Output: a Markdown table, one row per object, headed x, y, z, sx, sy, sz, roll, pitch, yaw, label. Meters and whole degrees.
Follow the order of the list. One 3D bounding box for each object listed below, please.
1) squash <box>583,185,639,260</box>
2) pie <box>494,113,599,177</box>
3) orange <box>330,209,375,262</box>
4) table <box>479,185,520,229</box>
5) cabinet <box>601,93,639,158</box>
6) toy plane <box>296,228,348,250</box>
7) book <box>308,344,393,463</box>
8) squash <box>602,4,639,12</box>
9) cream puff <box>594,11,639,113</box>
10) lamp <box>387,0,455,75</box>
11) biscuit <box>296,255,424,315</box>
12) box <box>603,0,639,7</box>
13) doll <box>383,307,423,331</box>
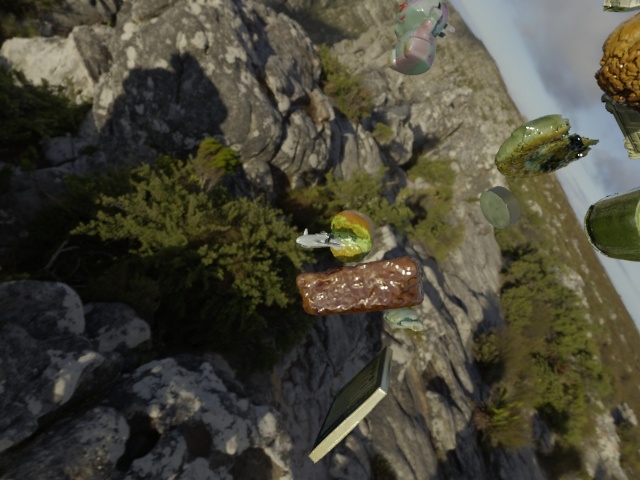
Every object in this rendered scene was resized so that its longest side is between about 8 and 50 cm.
| x | y | z | sx | sy | sz | roll | pitch | yaw | label |
| --- | --- | --- | --- | --- | --- | --- | --- | --- | --- |
| 1.072 | -0.055 | 1.367 | 0.262 | 0.263 | 0.384 | 64 | 9 | 7 | squash |
| 0.764 | -0.311 | 1.453 | 0.372 | 0.297 | 0.078 | 10 | 63 | -38 | pie |
| 0.138 | -0.027 | 1.742 | 0.158 | 0.180 | 0.237 | -47 | 147 | -42 | orange |
| 0.564 | -0.103 | 1.318 | 0.133 | 0.043 | 0.133 | 60 | -11 | 20 | table |
| 1.198 | -0.447 | 1.417 | 0.318 | 0.227 | 0.290 | 40 | -1 | -28 | cabinet |
| 0.000 | 0.000 | 1.396 | 0.171 | 0.162 | 0.065 | 11 | 96 | -29 | toy plane |
| 0.115 | 0.502 | 1.351 | 0.039 | 0.300 | 0.428 | 44 | 10 | 7 | book |
| 1.029 | -0.799 | 1.368 | 0.341 | 0.094 | 0.094 | -20 | 79 | -25 | squash |
| 0.860 | -0.421 | 1.005 | 0.344 | 0.327 | 0.230 | 4 | 100 | -28 | cream puff |
| 0.407 | -0.813 | 1.643 | 0.248 | 0.247 | 0.300 | 14 | 83 | -20 | lamp |
| 0.147 | 0.163 | 1.420 | 0.343 | 0.396 | 0.166 | 30 | 52 | -71 | biscuit |
| 0.774 | -0.610 | 1.062 | 0.083 | 0.054 | 0.024 | -116 | -168 | -54 | box |
| 0.317 | 0.302 | 1.627 | 0.104 | 0.214 | 0.071 | -2 | 99 | -23 | doll |
